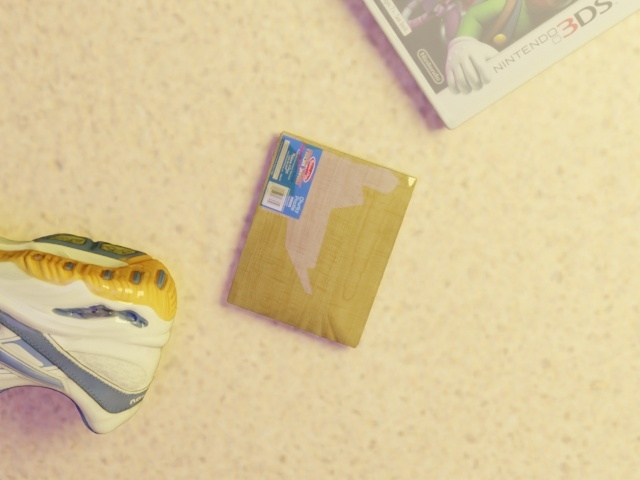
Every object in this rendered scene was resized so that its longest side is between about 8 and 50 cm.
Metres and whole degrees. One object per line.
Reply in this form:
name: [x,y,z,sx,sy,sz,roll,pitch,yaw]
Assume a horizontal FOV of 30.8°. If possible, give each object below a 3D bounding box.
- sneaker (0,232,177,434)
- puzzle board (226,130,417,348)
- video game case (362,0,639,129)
sneaker: [-0.251,0.048,0.785,0.296,0.112,0.131,17,107,4]
puzzle board: [0.000,0.000,0.788,0.096,0.011,0.128,20,106,4]
video game case: [0.101,-0.193,0.717,0.173,0.022,0.190,-33,98,14]
